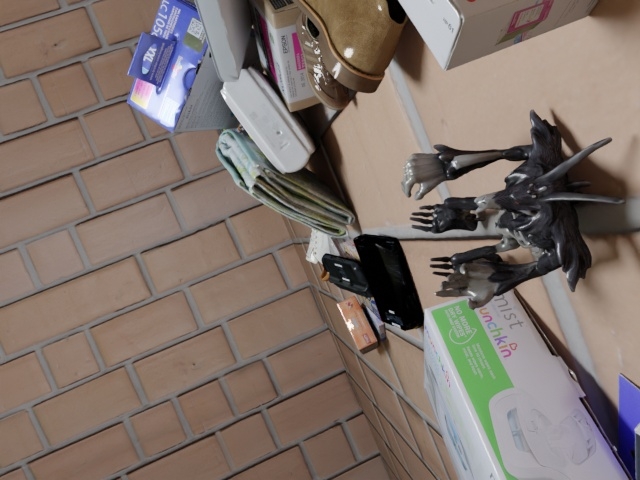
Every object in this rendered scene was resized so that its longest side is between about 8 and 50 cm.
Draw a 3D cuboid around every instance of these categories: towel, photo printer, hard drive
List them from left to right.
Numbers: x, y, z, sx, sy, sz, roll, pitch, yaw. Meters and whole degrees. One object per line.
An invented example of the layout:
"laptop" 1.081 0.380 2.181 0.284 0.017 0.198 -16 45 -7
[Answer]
"hard drive" -0.181 -0.533 0.982 0.233 0.047 0.352 82 -169 -57
"photo printer" -0.113 -0.298 1.199 0.256 0.107 0.307 52 -170 -11
"towel" -0.101 -0.156 1.276 0.321 0.090 0.374 26 -165 -31

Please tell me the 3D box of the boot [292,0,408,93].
"boot" 0.033 -0.341 0.655 0.115 0.113 0.305 -56 46 42

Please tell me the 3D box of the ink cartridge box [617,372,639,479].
"ink cartridge box" 0.336 0.260 0.429 0.208 0.045 0.206 -127 16 -63

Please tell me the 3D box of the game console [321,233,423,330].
"game console" 0.099 0.080 1.141 0.361 0.044 0.213 11 124 62

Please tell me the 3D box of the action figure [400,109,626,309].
"action figure" 0.161 -0.015 0.478 0.275 0.141 0.163 102 156 -77

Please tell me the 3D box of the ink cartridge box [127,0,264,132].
"ink cartridge box" -0.294 -0.418 1.177 0.151 0.269 0.395 32 -158 6

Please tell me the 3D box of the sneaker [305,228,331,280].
"sneaker" 0.000 0.000 1.516 0.106 0.123 0.289 -137 27 -74

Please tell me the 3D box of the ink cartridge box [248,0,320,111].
"ink cartridge box" -0.076 -0.425 1.012 0.234 0.088 0.193 82 164 -55

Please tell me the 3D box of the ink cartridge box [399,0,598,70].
"ink cartridge box" 0.121 -0.184 0.332 0.052 0.123 0.088 94 152 -70

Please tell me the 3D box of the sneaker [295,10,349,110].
"sneaker" 0.005 -0.326 0.856 0.188 0.066 0.071 66 166 -3

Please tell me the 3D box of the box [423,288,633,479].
"box" 0.233 0.233 0.603 0.231 0.127 0.261 76 178 -49

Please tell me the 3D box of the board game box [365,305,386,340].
"board game box" 0.167 0.246 1.459 0.090 0.020 0.090 74 169 -48

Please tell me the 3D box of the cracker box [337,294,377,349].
"cracker box" 0.124 0.275 1.541 0.155 0.067 0.232 64 -179 18

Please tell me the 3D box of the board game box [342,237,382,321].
"board game box" 0.126 0.099 1.260 0.147 0.045 0.193 -140 29 -71

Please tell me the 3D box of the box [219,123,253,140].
"box" -0.194 -0.332 1.524 0.060 0.217 0.269 87 157 -67

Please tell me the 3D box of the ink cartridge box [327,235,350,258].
"ink cartridge box" 0.072 0.051 1.405 0.180 0.060 0.104 79 166 -55
